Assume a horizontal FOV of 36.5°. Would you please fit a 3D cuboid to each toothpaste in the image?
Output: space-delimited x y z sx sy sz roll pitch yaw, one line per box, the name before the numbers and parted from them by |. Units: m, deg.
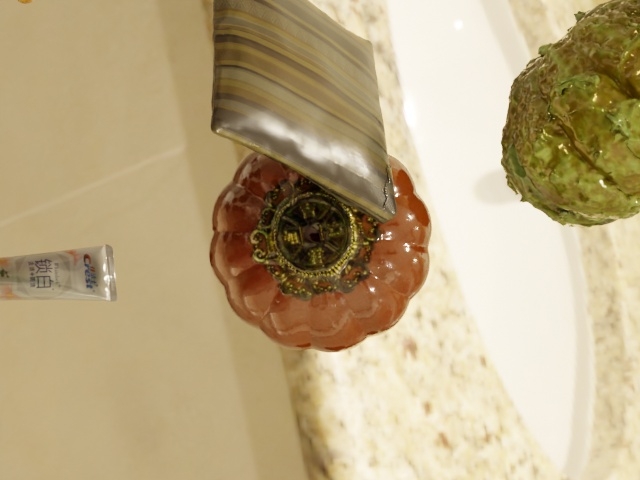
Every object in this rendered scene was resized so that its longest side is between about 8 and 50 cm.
toothpaste | -0.496 0.062 1.585 0.323 0.066 0.100 -3 76 -24

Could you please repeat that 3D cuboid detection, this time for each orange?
orange | 0.326 -0.147 1.084 0.301 0.300 0.223 -38 87 -32

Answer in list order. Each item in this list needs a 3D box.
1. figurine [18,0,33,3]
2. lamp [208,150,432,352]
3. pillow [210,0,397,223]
figurine | -0.229 -0.262 0.417 0.344 0.187 0.215 34 72 -7
lamp | 0.000 0.000 0.957 0.196 0.223 0.223 37 39 -85
pillow | -0.016 -0.136 0.839 0.208 0.052 0.212 25 49 -39
